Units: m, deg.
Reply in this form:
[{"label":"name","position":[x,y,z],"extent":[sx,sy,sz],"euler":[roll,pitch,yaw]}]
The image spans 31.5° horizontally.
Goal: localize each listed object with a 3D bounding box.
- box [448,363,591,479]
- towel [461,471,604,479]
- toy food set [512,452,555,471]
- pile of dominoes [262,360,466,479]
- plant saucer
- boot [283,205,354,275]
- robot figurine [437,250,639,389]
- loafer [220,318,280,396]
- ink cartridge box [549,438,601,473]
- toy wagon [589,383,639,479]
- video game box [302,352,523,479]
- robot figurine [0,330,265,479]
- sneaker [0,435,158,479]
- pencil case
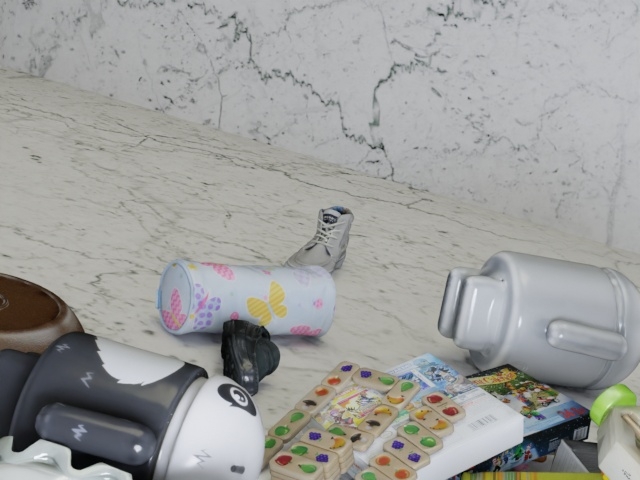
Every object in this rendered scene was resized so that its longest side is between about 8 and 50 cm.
[{"label":"box","position":[0.215,0.235,1.480],"extent":[0.233,0.044,0.159],"euler":[-11,26,-35]},{"label":"towel","position":[0.275,0.297,1.277],"extent":[0.237,0.021,0.102],"euler":[-2,23,10]},{"label":"toy food set","position":[0.260,0.275,1.480],"extent":[0.122,0.019,0.078],"euler":[-4,22,-22]},{"label":"pile of dominoes","position":[0.042,0.213,1.310],"extent":[0.196,0.040,0.251],"euler":[12,32,30]},{"label":"plant saucer","position":[-0.459,0.095,1.497],"extent":[0.310,0.050,0.310],"euler":[13,14,-3]},{"label":"boot","position":[0.000,0.000,2.144],"extent":[0.095,0.123,0.258],"euler":[15,14,8]},{"label":"robot figurine","position":[0.371,0.129,1.812],"extent":[0.353,0.200,0.300],"euler":[10,10,-13]},{"label":"loafer","position":[-0.092,0.155,1.533],"extent":[0.078,0.076,0.223],"euler":[3,11,-7]},{"label":"ink cartridge box","position":[0.466,0.340,1.341],"extent":[0.303,0.072,0.307],"euler":[10,12,-12]},{"label":"toy wagon","position":[0.464,0.272,1.271],"extent":[0.344,0.068,0.267],"euler":[7,30,-39]},{"label":"video game box","position":[0.107,0.223,1.375],"extent":[0.205,0.048,0.187],"euler":[-19,32,-27]},{"label":"robot figurine","position":[-0.191,0.186,1.106],"extent":[0.278,0.174,0.209],"euler":[15,32,10]},{"label":"sneaker","position":[-0.156,0.272,0.938],"extent":[0.330,0.122,0.146],"euler":[9,34,13]},{"label":"pencil case","position":[-0.109,0.088,1.716],"extent":[0.273,0.114,0.124],"euler":[4,6,-35]}]
